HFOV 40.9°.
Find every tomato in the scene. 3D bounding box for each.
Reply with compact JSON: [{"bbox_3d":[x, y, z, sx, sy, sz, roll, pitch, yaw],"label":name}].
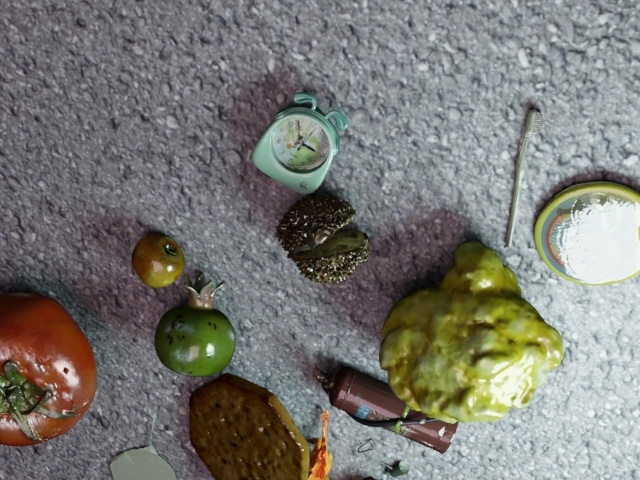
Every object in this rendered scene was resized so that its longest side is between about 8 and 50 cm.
[{"bbox_3d":[-0.661,0.279,1.930,0.341,0.273,0.341,-1,113,-3],"label":"tomato"}]

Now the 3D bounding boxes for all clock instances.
[{"bbox_3d":[-0.033,-0.192,1.671,0.148,0.060,0.188,33,118,-6],"label":"clock"}]

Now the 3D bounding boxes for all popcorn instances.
[{"bbox_3d":[0.273,0.200,1.695,0.334,0.293,0.292,-37,107,9],"label":"popcorn"}]

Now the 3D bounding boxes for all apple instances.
[{"bbox_3d":[-0.350,0.045,1.837,0.114,0.099,0.102,43,119,-15],"label":"apple"}]

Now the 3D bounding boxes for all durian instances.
[{"bbox_3d":[0.000,0.000,1.725,0.196,0.167,0.196,11,110,32],"label":"durian"}]

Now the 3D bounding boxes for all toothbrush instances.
[{"bbox_3d":[0.382,-0.114,1.648,0.028,0.026,0.294,4,118,-8],"label":"toothbrush"}]

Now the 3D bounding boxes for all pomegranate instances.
[{"bbox_3d":[-0.265,0.184,1.862,0.181,0.181,0.224,12,97,5],"label":"pomegranate"}]

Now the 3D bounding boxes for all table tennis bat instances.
[{"bbox_3d":[0.597,-0.013,1.642,0.369,0.054,0.224,-4,117,18],"label":"table tennis bat"}]

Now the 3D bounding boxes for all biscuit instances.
[{"bbox_3d":[-0.169,0.469,1.993,0.359,0.046,0.359,15,119,28],"label":"biscuit"}]

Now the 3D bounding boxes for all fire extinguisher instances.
[{"bbox_3d":[0.134,0.359,1.889,0.341,0.105,0.141,23,151,-2],"label":"fire extinguisher"}]

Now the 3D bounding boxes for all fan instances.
[{"bbox_3d":[-0.433,0.541,2.157,0.182,0.010,0.310,18,122,1],"label":"fan"}]

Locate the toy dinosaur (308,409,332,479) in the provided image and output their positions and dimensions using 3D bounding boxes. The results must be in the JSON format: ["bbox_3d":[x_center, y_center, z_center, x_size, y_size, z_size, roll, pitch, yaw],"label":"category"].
[{"bbox_3d":[-0.010,0.532,2.009,0.070,0.117,0.288,14,121,5],"label":"toy dinosaur"}]

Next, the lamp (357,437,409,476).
[{"bbox_3d":[0.147,0.517,2.017,0.121,0.041,0.054,41,126,-15],"label":"lamp"}]

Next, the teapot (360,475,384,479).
[{"bbox_3d":[0.169,0.727,2.025,0.337,0.200,0.270,35,109,-5],"label":"teapot"}]
